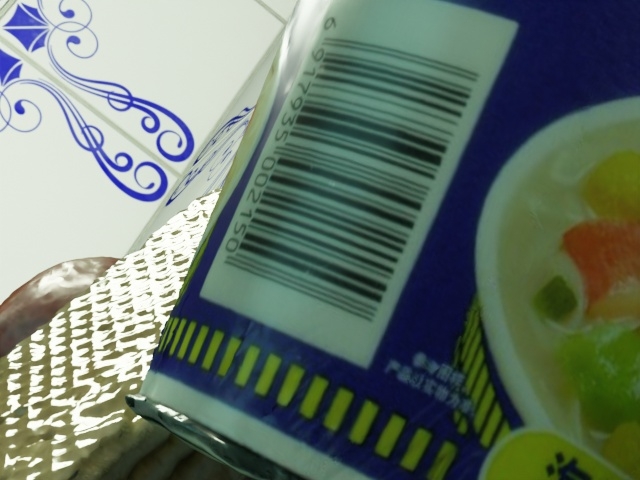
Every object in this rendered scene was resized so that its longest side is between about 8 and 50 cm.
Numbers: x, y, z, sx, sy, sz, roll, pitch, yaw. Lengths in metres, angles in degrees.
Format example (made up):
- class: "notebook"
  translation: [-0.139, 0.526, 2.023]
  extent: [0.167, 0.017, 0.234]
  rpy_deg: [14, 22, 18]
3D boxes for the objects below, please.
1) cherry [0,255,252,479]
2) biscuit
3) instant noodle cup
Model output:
- class: "cherry"
  translation: [-0.112, 0.131, 0.866]
  extent: [0.239, 0.239, 0.206]
  rpy_deg: [-50, 36, 11]
- class: "biscuit"
  translation: [-0.104, 0.096, 0.639]
  extent: [0.144, 0.078, 0.426]
  rpy_deg: [0, 31, 39]
- class: "instant noodle cup"
  translation: [0.084, -0.025, 0.549]
  extent: [0.312, 0.284, 0.284]
  rpy_deg: [-62, 13, -10]
